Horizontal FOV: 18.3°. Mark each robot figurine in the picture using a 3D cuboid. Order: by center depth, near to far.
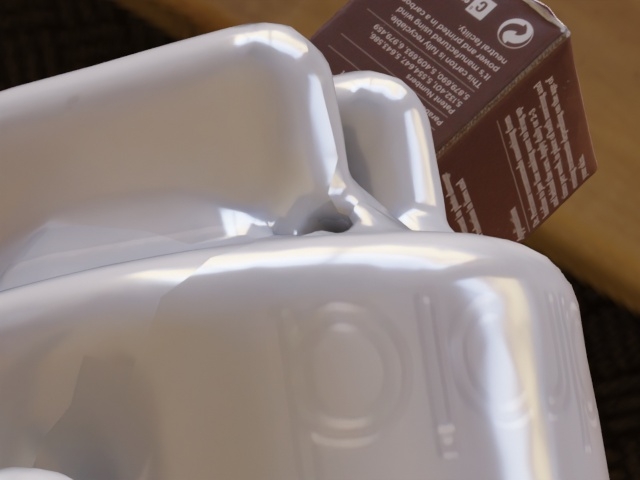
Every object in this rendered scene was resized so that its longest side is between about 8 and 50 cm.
[{"bbox_3d":[-0.013,0.126,0.536,0.200,0.300,0.353,-13,80,26],"label":"robot figurine"}]

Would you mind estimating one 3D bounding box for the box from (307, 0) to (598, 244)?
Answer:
[{"bbox_3d":[0.000,0.000,1.316,0.381,0.191,0.143,-45,62,-11],"label":"box"}]
